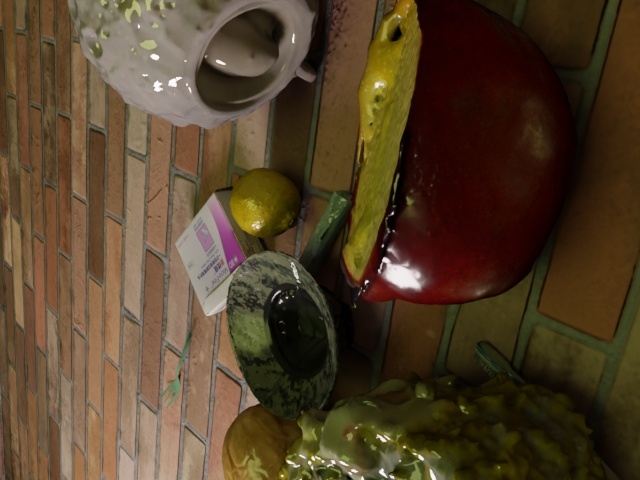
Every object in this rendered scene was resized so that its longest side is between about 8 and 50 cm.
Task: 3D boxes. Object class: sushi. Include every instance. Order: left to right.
[{"bbox_3d":[0.136,0.320,0.672,0.396,0.239,0.352,-22,85,50],"label":"sushi"}]

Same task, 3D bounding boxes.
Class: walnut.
[{"bbox_3d":[-0.052,0.352,0.913,0.193,0.193,0.226,-56,52,36],"label":"walnut"}]

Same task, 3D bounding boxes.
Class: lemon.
[{"bbox_3d":[-0.086,-0.058,0.932,0.133,0.109,0.109,40,124,27],"label":"lemon"}]

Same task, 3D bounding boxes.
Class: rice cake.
[{"bbox_3d":[0.000,0.000,0.901,0.030,0.042,0.180,47,128,26],"label":"rice cake"}]

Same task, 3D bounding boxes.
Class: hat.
[{"bbox_3d":[-0.024,0.133,0.888,0.265,0.128,0.266,3,95,46],"label":"hat"}]

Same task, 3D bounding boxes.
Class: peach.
[{"bbox_3d":[0.147,-0.097,0.627,0.257,0.201,0.362,166,110,-81],"label":"peach"}]

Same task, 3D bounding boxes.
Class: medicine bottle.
[{"bbox_3d":[-0.183,0.024,1.090,0.201,0.052,0.171,-40,69,44],"label":"medicine bottle"}]

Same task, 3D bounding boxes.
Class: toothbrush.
[{"bbox_3d":[0.282,0.223,0.664,0.294,0.026,0.028,45,135,30],"label":"toothbrush"}]

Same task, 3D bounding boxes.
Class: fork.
[{"bbox_3d":[-0.304,0.280,1.287,0.039,0.021,0.235,44,125,26],"label":"fork"}]

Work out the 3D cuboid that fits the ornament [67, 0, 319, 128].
[{"bbox_3d":[-0.175,-0.331,0.809,0.336,0.336,0.338,11,105,44],"label":"ornament"}]
